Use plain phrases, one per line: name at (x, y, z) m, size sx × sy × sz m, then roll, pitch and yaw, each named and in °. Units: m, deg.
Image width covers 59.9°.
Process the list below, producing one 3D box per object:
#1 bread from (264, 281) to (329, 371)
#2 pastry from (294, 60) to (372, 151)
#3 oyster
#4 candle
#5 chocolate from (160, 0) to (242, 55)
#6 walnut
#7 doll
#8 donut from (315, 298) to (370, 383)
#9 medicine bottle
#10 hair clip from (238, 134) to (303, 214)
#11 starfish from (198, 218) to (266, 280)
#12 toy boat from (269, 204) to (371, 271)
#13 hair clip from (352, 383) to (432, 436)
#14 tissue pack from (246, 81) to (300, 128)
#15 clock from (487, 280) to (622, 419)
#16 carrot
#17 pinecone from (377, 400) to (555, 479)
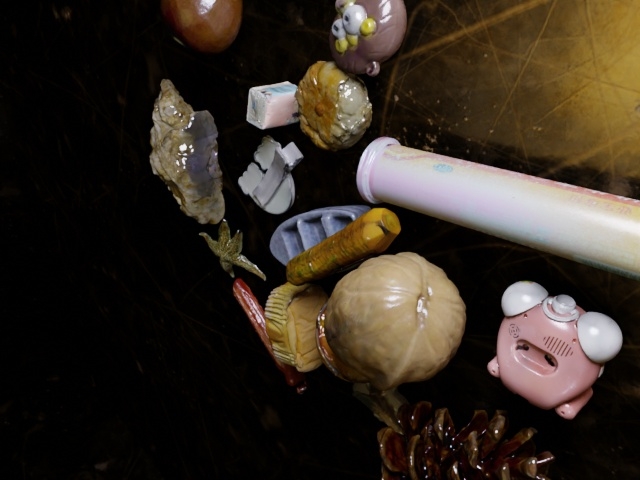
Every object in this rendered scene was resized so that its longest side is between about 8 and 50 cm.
bread at (-0.048, 0.181, 1.197) m, size 0.114 × 0.132 × 0.190 m, roll 7°, pitch 113°, yaw 48°
pastry at (0.020, -0.227, 0.938) m, size 0.153 × 0.081 × 0.153 m, roll 41°, pitch 144°, yaw 38°
oyster at (-0.302, -0.201, 1.284) m, size 0.110 × 0.166 × 0.341 m, roll 5°, pitch 101°, yaw 52°
candle at (-0.130, 0.239, 1.392) m, size 0.051 × 0.048 × 0.329 m, roll -42°, pitch 76°, yaw 37°
chocolate at (-0.215, -0.442, 1.047) m, size 0.177 × 0.177 × 0.176 m, roll 26°, pitch 128°, yaw 39°
walnut at (0.117, 0.134, 0.914) m, size 0.225 × 0.225 × 0.261 m, roll 53°, pitch 154°, yaw 15°
doll at (0.053, -0.336, 0.835) m, size 0.145 × 0.096 × 0.188 m, roll -51°, pitch 60°, yaw 41°
donut at (0.057, 0.198, 1.083) m, size 0.181 × 0.146 × 0.078 m, roll 54°, pitch 157°, yaw 7°
medicine bottle at (0.247, -0.051, 0.762) m, size 0.426 × 0.108 × 0.108 m, roll 22°, pitch 125°, yaw 38°
hair clip at (-0.104, -0.127, 1.162) m, size 0.140 × 0.054 × 0.220 m, roll 52°, pitch 143°, yaw 8°
starfish at (-0.219, 0.033, 1.362) m, size 0.217 × 0.050 × 0.223 m, roll 28°, pitch 148°, yaw 13°
toy boat at (0.000, 0.000, 1.087) m, size 0.283 × 0.078 × 0.127 m, roll -8°, pitch 104°, yaw 51°
hair clip at (0.148, 0.358, 1.123) m, size 0.257 × 0.075 × 0.146 m, roll 52°, pitch 134°, yaw 5°
tissue pack at (-0.084, -0.251, 1.032) m, size 0.059 × 0.094 × 0.074 m, roll 38°, pitch 134°, yaw 30°
clock at (0.324, 0.151, 0.789) m, size 0.166 × 0.093 × 0.162 m, roll 29°, pitch 127°, yaw 37°
carrot at (0.030, 0.017, 0.957) m, size 0.260 × 0.070 × 0.070 m, roll -28°, pitch 88°, yaw 44°
pinecone at (0.225, 0.375, 0.914) m, size 0.309 × 0.244 × 0.244 m, roll -26°, pitch 89°, yaw 33°
